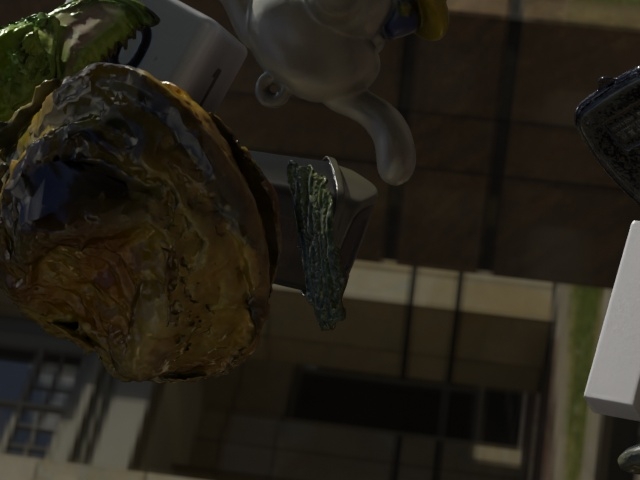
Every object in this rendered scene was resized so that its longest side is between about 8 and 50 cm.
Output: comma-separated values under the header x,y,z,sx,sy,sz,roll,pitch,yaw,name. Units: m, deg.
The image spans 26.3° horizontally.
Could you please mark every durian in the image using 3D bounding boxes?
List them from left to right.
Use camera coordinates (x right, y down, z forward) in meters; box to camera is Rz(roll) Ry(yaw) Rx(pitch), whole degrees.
x,y,z,sx,sy,sz,roll,pitch,yaw,name
-0.328,-0.151,1.393,0.106,0.375,0.132,40,155,57,durian

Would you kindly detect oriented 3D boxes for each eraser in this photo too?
x,y,z,sx,sy,sz,roll,pitch,yaw,name
0.482,0.121,2.085,0.076,0.078,0.298,49,-124,-54,eraser

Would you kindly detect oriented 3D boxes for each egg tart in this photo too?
x,y,z,sx,sy,sz,roll,pitch,yaw,name
-0.170,0.005,1.067,0.132,0.297,0.297,-42,-37,-49,egg tart

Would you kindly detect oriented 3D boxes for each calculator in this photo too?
x,y,z,sx,sy,sz,roll,pitch,yaw,name
0.456,-0.121,1.808,0.177,0.268,0.040,-35,15,40,calculator

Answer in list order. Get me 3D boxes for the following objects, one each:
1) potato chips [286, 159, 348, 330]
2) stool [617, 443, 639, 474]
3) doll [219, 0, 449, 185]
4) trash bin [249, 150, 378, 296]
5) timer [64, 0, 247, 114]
x,y,z,sx,sy,sz,roll,pitch,yaw,name
0.001,0.000,1.574,0.092,0.028,0.208,-23,72,57,potato chips
0.623,0.367,1.948,0.310,0.310,0.226,12,-119,-52,stool
0.045,-0.217,1.336,0.311,0.242,0.159,59,160,4,doll
-0.069,-0.034,2.193,0.182,0.290,0.209,-102,27,-57,trash bin
-0.234,-0.220,1.752,0.195,0.192,0.194,-61,-10,3,timer
